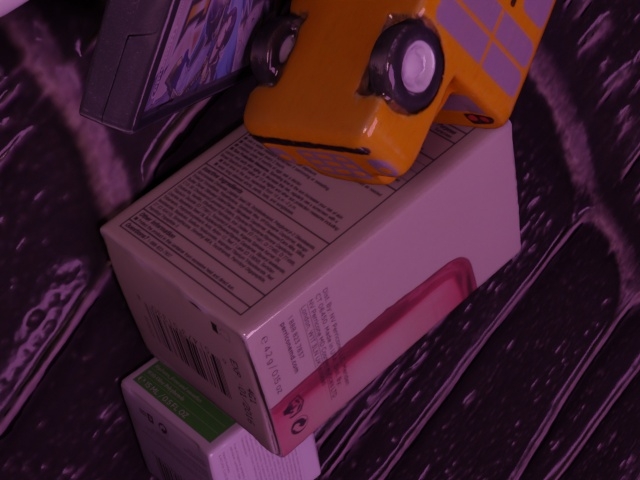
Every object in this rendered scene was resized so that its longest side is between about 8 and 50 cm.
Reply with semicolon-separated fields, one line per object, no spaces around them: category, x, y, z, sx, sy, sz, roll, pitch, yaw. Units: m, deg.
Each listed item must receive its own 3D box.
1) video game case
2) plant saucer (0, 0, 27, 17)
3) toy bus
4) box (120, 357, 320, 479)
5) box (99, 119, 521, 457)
video game case;-0.031;-0.204;0.700;0.248;0.035;0.275;-51;161;-73
plant saucer;-0.203;-0.266;0.516;0.400;0.100;0.401;-28;134;-33
toy bus;0.079;-0.185;0.813;0.130;0.108;0.333;36;72;-45
box;-0.067;0.131;0.943;0.087;0.101;0.102;-35;137;-27
box;0.000;0.000;0.888;0.232;0.148;0.127;-38;139;-23
